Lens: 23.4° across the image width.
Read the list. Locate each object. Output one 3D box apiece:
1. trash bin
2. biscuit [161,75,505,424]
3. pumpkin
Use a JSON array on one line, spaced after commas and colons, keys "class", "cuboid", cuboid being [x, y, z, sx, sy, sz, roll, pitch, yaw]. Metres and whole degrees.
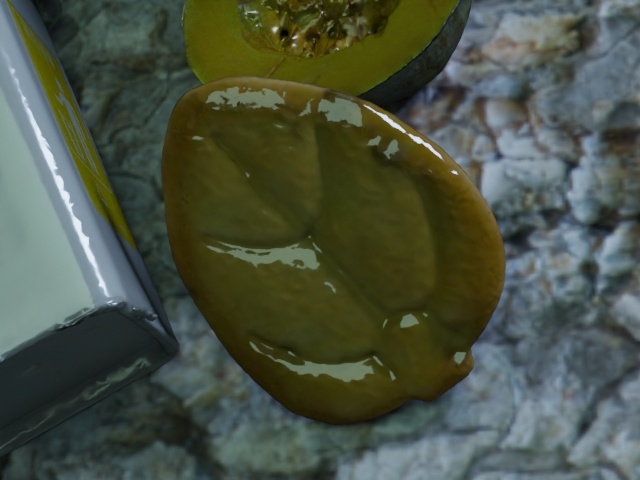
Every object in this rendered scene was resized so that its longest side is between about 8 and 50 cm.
[{"class": "trash bin", "cuboid": [-0.282, -0.038, 1.053, 0.296, 0.256, 0.368, -29, 72, -2]}, {"class": "biscuit", "cuboid": [-0.001, 0.002, 1.006, 0.203, 0.041, 0.260, -41, 95, 16]}, {"class": "pumpkin", "cuboid": [0.019, -0.154, 1.102, 0.217, 0.110, 0.217, -12, 58, 21]}]
